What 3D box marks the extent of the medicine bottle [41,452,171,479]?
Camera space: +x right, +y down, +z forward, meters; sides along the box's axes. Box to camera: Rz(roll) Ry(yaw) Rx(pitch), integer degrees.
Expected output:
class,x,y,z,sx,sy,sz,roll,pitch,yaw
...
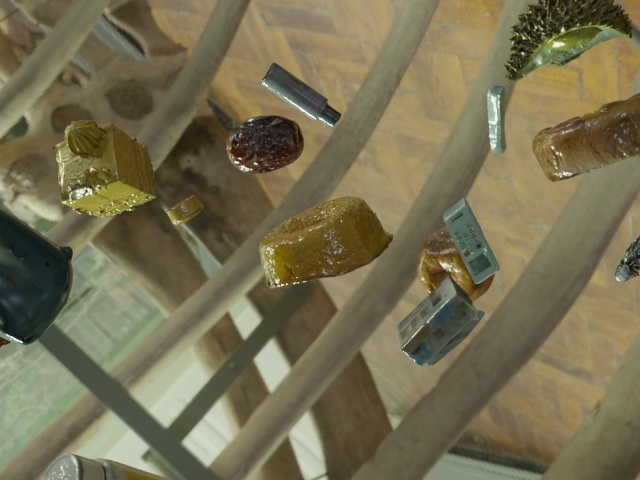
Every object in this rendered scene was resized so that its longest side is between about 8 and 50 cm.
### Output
class,x,y,z,sx,sy,sz,roll,pitch,yaw
medicine bottle,-0.415,0.514,1.363,0.143,0.143,0.258,15,164,47

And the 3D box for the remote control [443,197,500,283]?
class,x,y,z,sx,sy,sz,roll,pitch,yaw
remote control,0.290,0.000,1.321,0.061,0.029,0.162,-41,61,39

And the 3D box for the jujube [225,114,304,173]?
class,x,y,z,sx,sy,sz,roll,pitch,yaw
jujube,-0.181,-0.307,2.189,0.243,0.183,0.183,-10,132,18

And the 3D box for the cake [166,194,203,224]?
class,x,y,z,sx,sy,sz,roll,pitch,yaw
cake,-0.316,-0.070,1.605,0.044,0.084,0.084,58,153,-14

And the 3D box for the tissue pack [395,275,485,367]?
class,x,y,z,sx,sy,sz,roll,pitch,yaw
tissue pack,0.346,0.245,1.972,0.145,0.229,0.159,41,-167,-10

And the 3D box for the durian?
class,x,y,z,sx,sy,sz,roll,pitch,yaw
durian,0.566,-0.499,1.649,0.306,0.172,0.166,-28,132,29

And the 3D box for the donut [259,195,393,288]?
class,x,y,z,sx,sy,sz,roll,pitch,yaw
donut,-0.003,0.001,1.380,0.277,0.277,0.108,-1,116,58

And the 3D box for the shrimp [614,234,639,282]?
class,x,y,z,sx,sy,sz,roll,pitch,yaw
shrimp,0.707,0.025,1.508,0.056,0.065,0.165,35,117,5

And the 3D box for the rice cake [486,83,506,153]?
class,x,y,z,sx,sy,sz,roll,pitch,yaw
rice cake,0.494,-0.338,1.922,0.045,0.042,0.245,20,153,27

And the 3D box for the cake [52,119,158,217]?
class,x,y,z,sx,sy,sz,roll,pitch,yaw
cake,-0.680,-0.221,2.112,0.286,0.222,0.228,26,-133,-67

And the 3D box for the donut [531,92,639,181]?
class,x,y,z,sx,sy,sz,roll,pitch,yaw
donut,0.698,-0.258,1.734,0.317,0.299,0.150,166,86,-78

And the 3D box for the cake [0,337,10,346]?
class,x,y,z,sx,sy,sz,roll,pitch,yaw
cake,-0.861,0.215,1.842,0.116,0.185,0.079,-18,157,34

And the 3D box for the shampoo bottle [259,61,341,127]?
class,x,y,z,sx,sy,sz,roll,pitch,yaw
shampoo bottle,-0.045,-0.356,1.709,0.214,0.072,0.072,33,159,-14

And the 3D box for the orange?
class,x,y,z,sx,sy,sz,roll,pitch,yaw
orange,0.427,0.067,2.129,0.249,0.183,0.249,13,112,34

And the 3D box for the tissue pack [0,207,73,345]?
class,x,y,z,sx,sy,sz,roll,pitch,yaw
tissue pack,-0.615,0.048,1.286,0.198,0.206,0.287,-3,142,50
